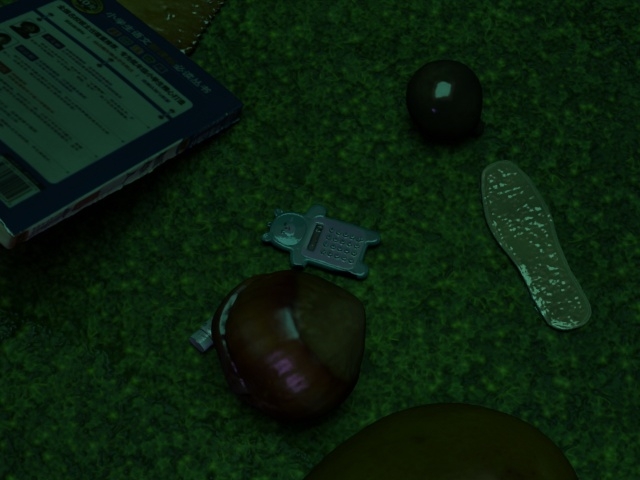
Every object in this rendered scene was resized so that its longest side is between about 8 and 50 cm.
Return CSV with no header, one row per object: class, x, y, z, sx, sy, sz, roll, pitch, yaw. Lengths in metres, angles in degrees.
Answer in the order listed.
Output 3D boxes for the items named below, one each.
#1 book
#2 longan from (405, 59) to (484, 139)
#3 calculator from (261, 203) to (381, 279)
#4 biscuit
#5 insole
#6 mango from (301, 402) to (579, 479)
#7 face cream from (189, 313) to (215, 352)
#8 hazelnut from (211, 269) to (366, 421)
book,-0.328,-0.172,1.850,0.300,0.039,0.428,40,42,14
longan,0.165,-0.176,1.943,0.119,0.106,0.106,32,58,-28
calculator,0.000,0.000,1.881,0.141,0.019,0.094,17,65,8
biscuit,-0.231,-0.370,2.087,0.237,0.013,0.232,24,64,13
insole,0.262,0.004,1.886,0.081,0.011,0.248,-18,63,-11
mango,0.072,0.352,1.573,0.446,0.232,0.300,-30,70,-10
face cream,-0.107,0.090,1.829,0.038,0.020,0.115,40,67,20
hazelnut,-0.030,0.114,1.744,0.182,0.182,0.182,0,61,-1
